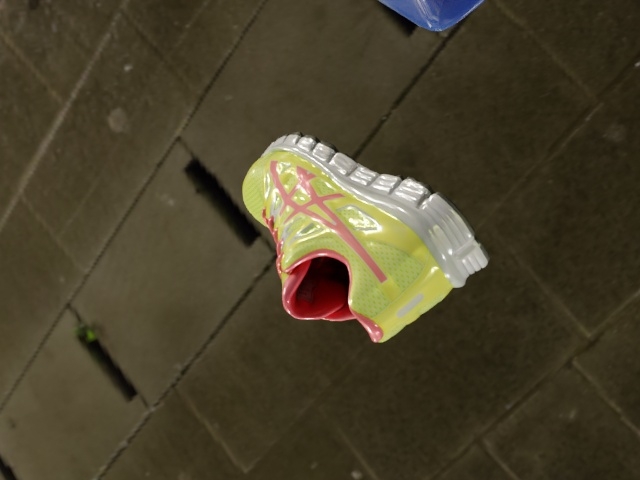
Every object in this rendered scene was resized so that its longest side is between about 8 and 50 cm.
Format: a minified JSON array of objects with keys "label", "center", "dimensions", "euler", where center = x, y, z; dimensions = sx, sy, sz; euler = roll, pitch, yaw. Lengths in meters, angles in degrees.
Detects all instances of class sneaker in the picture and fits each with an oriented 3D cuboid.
[{"label":"sneaker","center":[0.000,0.000,0.675],"dimensions":[0.081,0.094,0.208],"euler":[49,166,-31]}]

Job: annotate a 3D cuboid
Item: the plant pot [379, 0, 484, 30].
[{"label":"plant pot","center":[0.031,-0.270,0.473],"dimensions":[0.236,0.212,0.236],"euler":[-42,50,-4]}]
